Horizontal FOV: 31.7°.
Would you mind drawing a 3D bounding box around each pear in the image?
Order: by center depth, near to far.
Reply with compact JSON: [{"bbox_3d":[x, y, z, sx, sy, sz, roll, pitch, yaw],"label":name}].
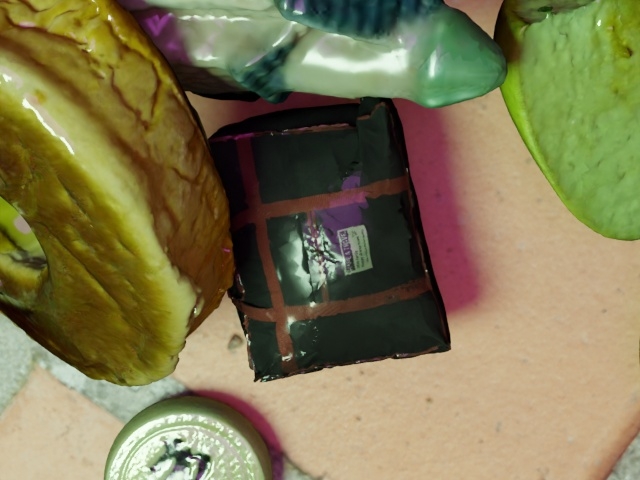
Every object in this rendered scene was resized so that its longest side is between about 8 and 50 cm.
[{"bbox_3d":[0.266,-0.126,0.904,0.288,0.139,0.239,-23,115,-11],"label":"pear"}]

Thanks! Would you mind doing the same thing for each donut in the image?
[{"bbox_3d":[-0.194,-0.053,0.806,0.330,0.330,0.160,38,54,-1],"label":"donut"}]

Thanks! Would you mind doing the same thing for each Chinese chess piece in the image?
[{"bbox_3d":[-0.112,0.204,0.960,0.144,0.058,0.144,0,94,1],"label":"Chinese chess piece"}]

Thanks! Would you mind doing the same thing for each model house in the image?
[{"bbox_3d":[0.028,-0.240,0.806,0.284,0.243,0.298,8,88,18],"label":"model house"}]

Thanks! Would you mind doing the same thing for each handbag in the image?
[{"bbox_3d":[0.000,0.000,0.897,0.169,0.155,0.215,-12,96,7],"label":"handbag"}]
